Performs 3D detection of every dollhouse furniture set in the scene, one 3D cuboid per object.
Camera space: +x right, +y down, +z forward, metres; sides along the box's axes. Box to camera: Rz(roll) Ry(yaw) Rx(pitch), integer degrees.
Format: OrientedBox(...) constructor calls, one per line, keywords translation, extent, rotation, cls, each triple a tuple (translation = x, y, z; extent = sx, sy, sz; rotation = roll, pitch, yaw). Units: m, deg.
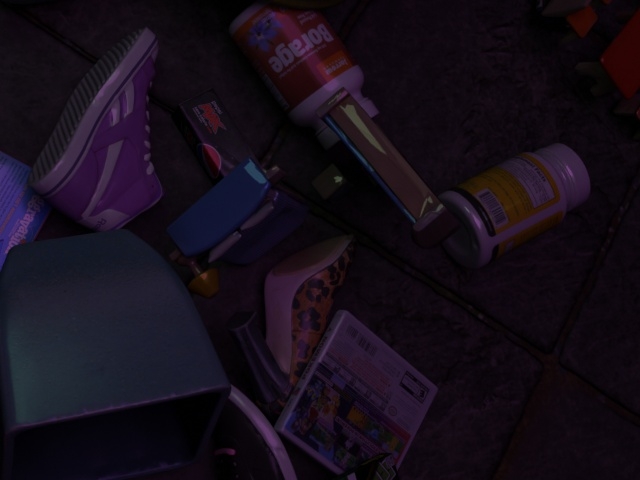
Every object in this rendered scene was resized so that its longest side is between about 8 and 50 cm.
OrientedBox(translation=(0.000, 0.000, 1.558), extent=(0.303, 0.286, 0.198), rotation=(-39, 74, 6), cls="dollhouse furniture set")
OrientedBox(translation=(0.501, -0.323, 1.820), extent=(0.262, 0.135, 0.259), rotation=(48, 67, -22), cls="dollhouse furniture set")

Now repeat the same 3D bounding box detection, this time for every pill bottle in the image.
OrientedBox(translation=(0.272, -0.053, 1.726), extent=(0.209, 0.119, 0.119), rotation=(-26, 88, -22), cls="pill bottle")
OrientedBox(translation=(-0.018, -0.235, 1.664), extent=(0.121, 0.121, 0.216), rotation=(-37, 91, -22), cls="pill bottle")

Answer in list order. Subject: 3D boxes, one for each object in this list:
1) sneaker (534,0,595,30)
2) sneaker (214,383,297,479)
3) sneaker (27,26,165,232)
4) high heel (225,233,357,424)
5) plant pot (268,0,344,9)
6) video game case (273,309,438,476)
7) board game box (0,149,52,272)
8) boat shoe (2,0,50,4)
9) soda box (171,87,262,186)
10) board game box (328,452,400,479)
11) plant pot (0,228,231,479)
OrientedBox(translation=(0.335, -0.404, 1.847), extent=(0.217, 0.079, 0.121), rotation=(33, 68, -11), cls="sneaker")
OrientedBox(translation=(-0.107, 0.328, 1.515), extent=(0.147, 0.104, 0.295), rotation=(-24, 91, -27), cls="sneaker")
OrientedBox(translation=(-0.254, -0.134, 1.588), extent=(0.161, 0.102, 0.282), rotation=(39, 62, -28), cls="sneaker")
OrientedBox(translation=(-0.010, 0.120, 1.631), extent=(0.261, 0.093, 0.186), rotation=(-42, 120, -37), cls="high heel")
OrientedBox(translation=(0.001, -0.550, 1.550), extent=(0.367, 0.353, 0.366), rotation=(20, 49, -25), cls="plant pot")
OrientedBox(translation=(0.051, 0.221, 1.604), extent=(0.201, 0.023, 0.183), rotation=(42, 66, -30), cls="video game case")
OrientedBox(translation=(-0.447, 0.016, 1.510), extent=(0.145, 0.027, 0.281), rotation=(29, 70, -10), cls="board game box")
OrientedBox(translation=(-0.287, -0.434, 1.609), extent=(0.367, 0.136, 0.156), rotation=(-26, 88, -25), cls="boat shoe")
OrientedBox(translation=(-0.130, -0.116, 1.635), extent=(0.060, 0.053, 0.169), rotation=(-32, 89, -23), cls="soda box")
OrientedBox(translation=(0.076, 0.418, 1.561), extent=(0.136, 0.030, 0.259), rotation=(-19, 93, -40), cls="board game box")
OrientedBox(translation=(-0.274, 0.131, 1.435), extent=(0.248, 0.247, 0.252), rotation=(-9, 63, -21), cls="plant pot")
